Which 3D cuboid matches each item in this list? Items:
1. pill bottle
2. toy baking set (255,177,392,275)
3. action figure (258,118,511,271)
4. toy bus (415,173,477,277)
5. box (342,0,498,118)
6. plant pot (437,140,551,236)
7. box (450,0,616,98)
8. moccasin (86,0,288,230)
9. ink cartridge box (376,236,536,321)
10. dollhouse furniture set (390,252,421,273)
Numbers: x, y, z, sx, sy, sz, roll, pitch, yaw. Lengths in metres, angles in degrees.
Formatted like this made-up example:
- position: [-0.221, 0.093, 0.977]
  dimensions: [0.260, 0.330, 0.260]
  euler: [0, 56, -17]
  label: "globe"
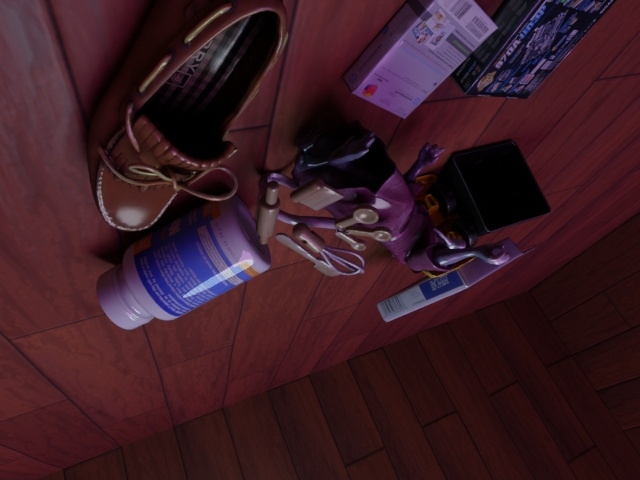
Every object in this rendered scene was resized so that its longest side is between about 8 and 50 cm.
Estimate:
- position: [-0.235, 0.043, 0.761]
  dimensions: [0.272, 0.152, 0.152]
  euler: [-27, 155, 5]
  label: "pill bottle"
- position: [-0.006, -0.003, 0.672]
  dimensions: [0.196, 0.030, 0.256]
  euler: [20, 150, -7]
  label: "toy baking set"
- position: [0.118, -0.026, 0.739]
  dimensions: [0.275, 0.248, 0.370]
  euler: [-34, 130, 20]
  label: "action figure"
- position: [0.240, -0.008, 1.040]
  dimensions: [0.149, 0.220, 0.211]
  euler: [-24, 163, -11]
  label: "toy bus"
- position: [0.144, -0.271, 0.637]
  dimensions: [0.145, 0.038, 0.186]
  euler: [5, 141, -47]
  label: "box"
- position: [0.379, -0.097, 1.046]
  dimensions: [0.188, 0.188, 0.167]
  euler: [-16, 165, -21]
  label: "plant pot"
- position: [0.338, -0.326, 0.695]
  dimensions: [0.175, 0.051, 0.220]
  euler: [-9, 151, -31]
  label: "box"
- position: [-0.158, -0.128, 0.503]
  dimensions: [0.380, 0.147, 0.139]
  euler: [-41, 151, 30]
  label: "moccasin"
- position: [0.366, 0.098, 1.212]
  dimensions: [0.330, 0.072, 0.324]
  euler: [-21, 168, -36]
  label: "ink cartridge box"
- position: [0.270, 0.020, 1.220]
  dimensions: [0.144, 0.123, 0.151]
  euler: [-25, 155, -1]
  label: "dollhouse furniture set"
